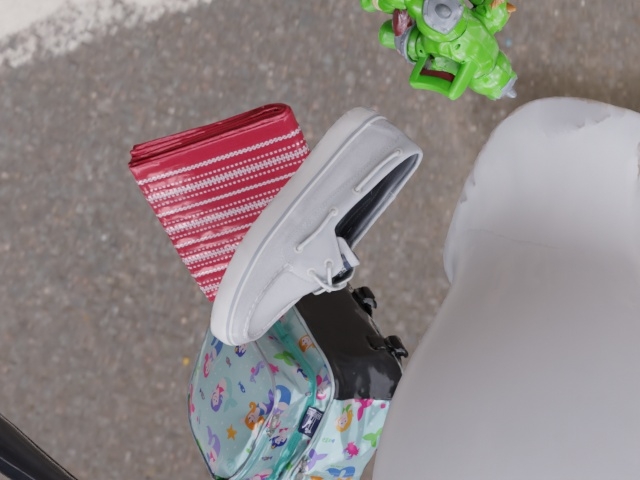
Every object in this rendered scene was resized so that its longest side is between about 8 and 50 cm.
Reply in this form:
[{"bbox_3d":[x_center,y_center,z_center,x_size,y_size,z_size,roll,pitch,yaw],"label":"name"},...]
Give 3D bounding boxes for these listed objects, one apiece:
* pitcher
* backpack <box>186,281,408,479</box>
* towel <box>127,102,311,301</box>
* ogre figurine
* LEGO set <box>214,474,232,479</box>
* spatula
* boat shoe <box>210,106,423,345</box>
[{"bbox_3d":[0.075,0.078,0.496,0.125,0.207,0.178,15,135,-8],"label":"pitcher"},{"bbox_3d":[-0.036,0.186,1.521,0.191,0.225,0.253,0,124,-26],"label":"backpack"},{"bbox_3d":[-0.089,-0.041,1.636,0.199,0.031,0.275,-17,138,6],"label":"towel"},{"bbox_3d":[0.091,-0.168,1.109,0.118,0.097,0.197,37,161,37],"label":"ogre figurine"},{"bbox_3d":[-0.133,0.403,1.336,0.255,0.331,0.192,37,155,-21],"label":"LEGO set"},{"bbox_3d":[-0.072,0.109,0.558,0.296,0.030,0.084,23,169,21],"label":"spatula"},{"bbox_3d":[0.000,0.000,0.917,0.063,0.184,0.066,34,171,25],"label":"boat shoe"}]
